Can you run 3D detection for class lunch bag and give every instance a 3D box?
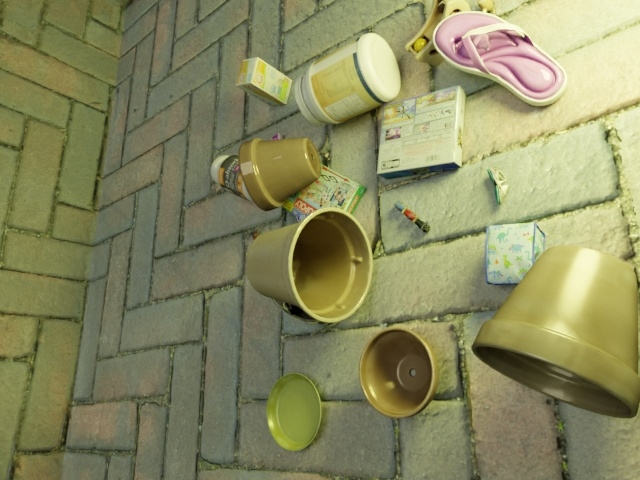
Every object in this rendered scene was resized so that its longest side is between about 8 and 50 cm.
[{"bbox_3d":[0.489,0.040,1.229,0.129,0.096,0.151,-6,62,41],"label":"lunch bag"}]

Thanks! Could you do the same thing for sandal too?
[{"bbox_3d":[0.491,-0.525,1.339,0.416,0.102,0.169,39,103,23],"label":"sandal"}]

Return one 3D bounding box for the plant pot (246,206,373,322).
[{"bbox_3d":[-0.061,0.076,1.517,0.305,0.334,0.333,-3,74,48],"label":"plant pot"}]

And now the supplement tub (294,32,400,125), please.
[{"bbox_3d":[0.089,-0.537,1.669,0.316,0.228,0.228,-14,68,37],"label":"supplement tub"}]

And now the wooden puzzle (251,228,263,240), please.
[{"bbox_3d":[-0.247,-0.014,1.945,0.049,0.006,0.083,-45,52,21],"label":"wooden puzzle"}]

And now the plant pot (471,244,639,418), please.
[{"bbox_3d":[0.527,0.174,1.042,0.323,0.323,0.280,12,69,42],"label":"plant pot"}]

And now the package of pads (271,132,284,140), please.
[{"bbox_3d":[-0.170,-0.390,1.980,0.050,0.032,0.083,-26,61,30],"label":"package of pads"}]

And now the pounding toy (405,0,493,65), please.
[{"bbox_3d":[0.398,-0.650,1.487,0.269,0.154,0.155,-45,52,22],"label":"pounding toy"}]

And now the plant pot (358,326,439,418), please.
[{"bbox_3d":[0.231,0.362,1.343,0.237,0.110,0.237,-14,68,38],"label":"plant pot"}]

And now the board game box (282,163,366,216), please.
[{"bbox_3d":[-0.002,-0.156,1.751,0.317,0.046,0.213,35,99,42],"label":"board game box"}]

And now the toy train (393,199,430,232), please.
[{"bbox_3d":[0.275,-0.076,1.492,0.027,0.036,0.158,-54,49,15],"label":"toy train"}]

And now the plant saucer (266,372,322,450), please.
[{"bbox_3d":[-0.080,0.559,1.600,0.241,0.037,0.241,-13,68,37],"label":"plant saucer"}]

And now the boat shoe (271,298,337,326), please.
[{"bbox_3d":[-0.069,0.214,1.661,0.305,0.091,0.109,14,86,42],"label":"boat shoe"}]

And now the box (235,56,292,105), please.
[{"bbox_3d":[-0.230,-0.645,1.995,0.103,0.203,0.114,8,82,42],"label":"box"}]

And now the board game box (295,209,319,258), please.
[{"bbox_3d":[0.000,0.000,1.646,0.136,0.035,0.201,-10,99,38],"label":"board game box"}]

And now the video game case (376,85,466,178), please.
[{"bbox_3d":[0.312,-0.330,1.523,0.270,0.061,0.244,-3,76,40],"label":"video game case"}]

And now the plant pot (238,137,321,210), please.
[{"bbox_3d":[-0.126,-0.255,1.719,0.229,0.263,0.263,-14,66,17],"label":"plant pot"}]

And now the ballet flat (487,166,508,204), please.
[{"bbox_3d":[0.490,-0.152,1.331,0.041,0.041,0.114,-24,63,34],"label":"ballet flat"}]

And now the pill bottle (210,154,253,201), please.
[{"bbox_3d":[-0.318,-0.259,1.979,0.278,0.162,0.162,23,92,42],"label":"pill bottle"}]
